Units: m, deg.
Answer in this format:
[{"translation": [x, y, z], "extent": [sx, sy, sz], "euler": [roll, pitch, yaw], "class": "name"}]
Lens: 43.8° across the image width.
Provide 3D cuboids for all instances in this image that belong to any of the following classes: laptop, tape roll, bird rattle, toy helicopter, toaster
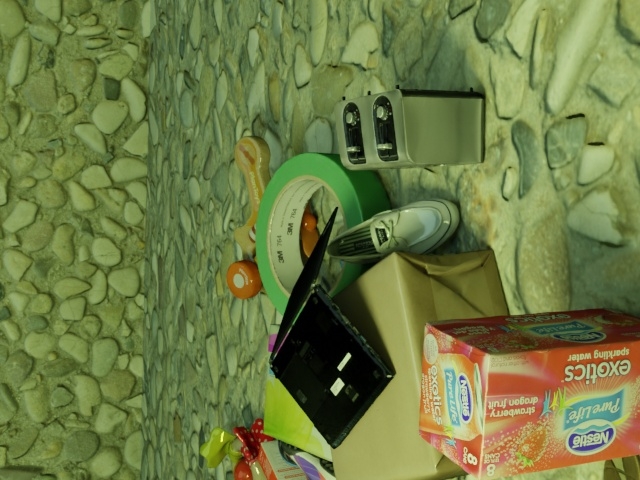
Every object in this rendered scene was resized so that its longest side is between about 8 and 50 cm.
[{"translation": [0.022, 0.134, 1.203], "extent": [0.264, 0.137, 0.234], "euler": [49, 141, 19], "class": "laptop"}, {"translation": [0.000, 0.000, 1.465], "extent": [0.321, 0.077, 0.321], "euler": [3, 93, 51], "class": "tape roll"}, {"translation": [-0.171, 0.541, 1.964], "extent": [0.254, 0.143, 0.206], "euler": [-16, 89, 51], "class": "bird rattle"}, {"translation": [-0.102, -0.054, 1.689], "extent": [0.235, 0.140, 0.355], "euler": [-14, 90, 42], "class": "toy helicopter"}, {"translation": [0.134, -0.160, 1.155], "extent": [0.168, 0.186, 0.110], "euler": [4, 98, 57], "class": "toaster"}]

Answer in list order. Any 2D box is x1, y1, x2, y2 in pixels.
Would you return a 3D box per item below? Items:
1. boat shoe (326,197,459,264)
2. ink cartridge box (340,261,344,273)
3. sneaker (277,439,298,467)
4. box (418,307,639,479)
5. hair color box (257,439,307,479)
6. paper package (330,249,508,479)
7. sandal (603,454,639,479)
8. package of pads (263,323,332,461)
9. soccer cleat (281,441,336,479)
[{"translation": [0.108, -0.003, 1.236], "extent": [0.226, 0.076, 0.083], "euler": [-25, 77, 39], "class": "boat shoe"}, {"translation": [0.059, 0.079, 1.487], "extent": [0.048, 0.028, 0.083], "euler": [-162, 73, -64], "class": "ink cartridge box"}, {"translation": [-0.061, 0.408, 1.723], "extent": [0.188, 0.067, 0.078], "euler": [-113, 26, -44], "class": "sneaker"}, {"translation": [0.242, 0.150, 0.824], "extent": [0.123, 0.257, 0.128], "euler": [-157, 68, -65], "class": "box"}, {"translation": [-0.063, 0.500, 1.702], "extent": [0.167, 0.093, 0.053], "euler": [-129, 43, -54], "class": "hair color box"}, {"translation": [0.131, 0.200, 1.176], "extent": [0.325, 0.168, 0.309], "euler": [137, 127, -59], "class": "paper package"}, {"translation": [0.348, 0.315, 0.864], "extent": [0.072, 0.049, 0.180], "euler": [-34, 46, 55], "class": "sandal"}, {"translation": [0.003, 0.278, 1.473], "extent": [0.297, 0.101, 0.229], "euler": [-3, 83, 57], "class": "package of pads"}, {"translation": [0.010, 0.450, 1.535], "extent": [0.318, 0.109, 0.116], "euler": [10, 106, 63], "class": "soccer cleat"}]
